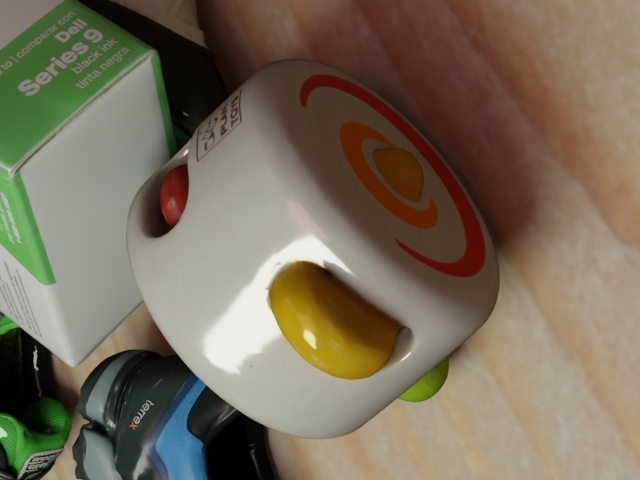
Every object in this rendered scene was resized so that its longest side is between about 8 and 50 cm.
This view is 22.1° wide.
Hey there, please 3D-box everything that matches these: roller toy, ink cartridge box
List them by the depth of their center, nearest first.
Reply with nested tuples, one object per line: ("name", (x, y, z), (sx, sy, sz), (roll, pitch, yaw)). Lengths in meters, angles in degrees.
("roller toy", (0.000, 0.000, 0.922), (0.146, 0.209, 0.191), (-42, 71, 25))
("ink cartridge box", (-0.230, -0.086, 1.013), (0.289, 0.121, 0.211), (34, 154, 23))

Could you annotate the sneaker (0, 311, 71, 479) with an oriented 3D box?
("sneaker", (-0.256, 0.161, 1.116), (0.146, 0.134, 0.343), (16, 103, 25))

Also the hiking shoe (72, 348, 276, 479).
("hiking shoe", (-0.077, 0.219, 1.039), (0.132, 0.113, 0.304), (-5, 94, 29))

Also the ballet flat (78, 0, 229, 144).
("ballet flat", (-0.147, -0.158, 1.044), (0.280, 0.095, 0.096), (33, 95, 20))
